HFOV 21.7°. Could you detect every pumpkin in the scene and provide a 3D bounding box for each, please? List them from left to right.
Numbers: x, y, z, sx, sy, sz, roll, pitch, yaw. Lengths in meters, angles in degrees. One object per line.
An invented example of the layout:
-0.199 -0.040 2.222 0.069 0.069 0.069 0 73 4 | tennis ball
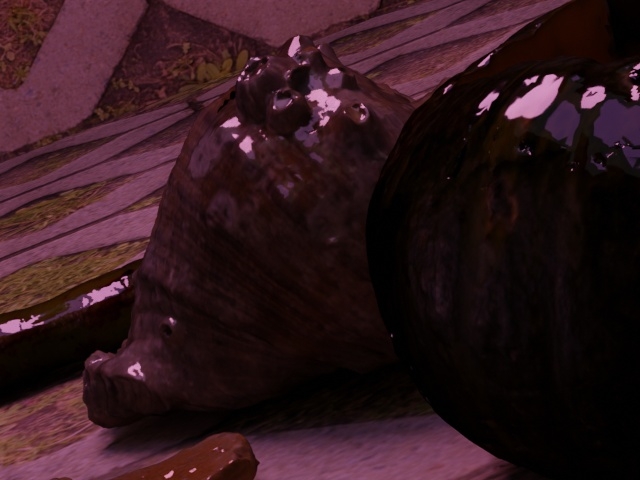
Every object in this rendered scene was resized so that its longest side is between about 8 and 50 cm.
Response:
0.171 -0.019 0.748 0.320 0.192 0.320 -24 12 6 | pumpkin

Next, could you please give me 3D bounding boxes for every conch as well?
-0.004 -0.018 1.047 0.352 0.210 0.297 -14 0 18 | conch

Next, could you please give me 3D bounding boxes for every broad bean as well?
-0.211 0.074 1.271 0.339 0.061 0.077 -20 6 -3 | broad bean

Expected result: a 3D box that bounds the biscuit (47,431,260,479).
-0.142 0.162 0.871 0.234 0.030 0.153 -19 12 7 | biscuit
